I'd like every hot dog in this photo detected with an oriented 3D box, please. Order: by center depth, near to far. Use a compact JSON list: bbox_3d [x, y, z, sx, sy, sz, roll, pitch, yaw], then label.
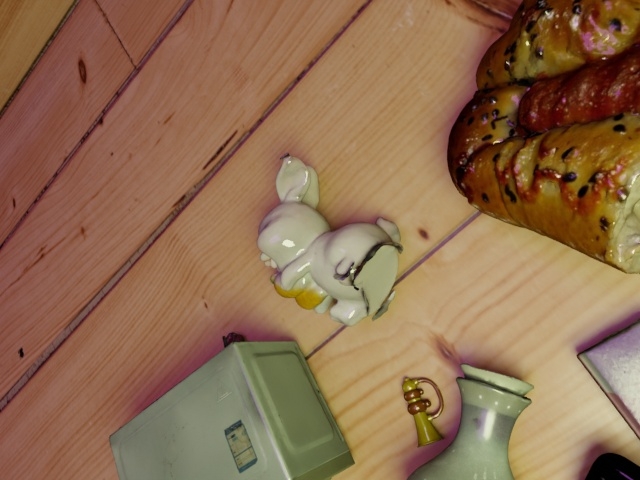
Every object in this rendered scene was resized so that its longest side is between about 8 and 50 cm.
[{"bbox_3d":[0.340,-0.182,0.591,0.367,0.196,0.365,-64,28,8],"label":"hot dog"}]

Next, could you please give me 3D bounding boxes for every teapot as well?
[{"bbox_3d":[0.225,0.315,0.640,0.183,0.183,0.251,9,73,31],"label":"teapot"}]

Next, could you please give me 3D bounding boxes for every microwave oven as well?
[{"bbox_3d":[-0.161,0.377,0.816,0.355,0.218,0.286,-40,62,19],"label":"microwave oven"}]

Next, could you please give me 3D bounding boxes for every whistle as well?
[{"bbox_3d":[0.171,0.279,0.743,0.057,0.046,0.109,-33,59,37],"label":"whistle"}]

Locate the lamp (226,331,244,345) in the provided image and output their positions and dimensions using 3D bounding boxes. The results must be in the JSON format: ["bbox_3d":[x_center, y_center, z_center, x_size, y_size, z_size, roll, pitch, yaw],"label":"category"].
[{"bbox_3d":[-0.176,0.231,0.964,0.083,0.031,0.063,42,102,34],"label":"lamp"}]

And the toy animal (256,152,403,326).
[{"bbox_3d":[-0.005,0.004,0.826,0.310,0.183,0.247,31,92,36],"label":"toy animal"}]

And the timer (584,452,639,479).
[{"bbox_3d":[0.417,0.352,0.538,0.187,0.055,0.144,29,134,40],"label":"timer"}]

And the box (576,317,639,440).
[{"bbox_3d":[0.453,0.216,0.572,0.120,0.069,0.224,-40,63,19],"label":"box"}]
